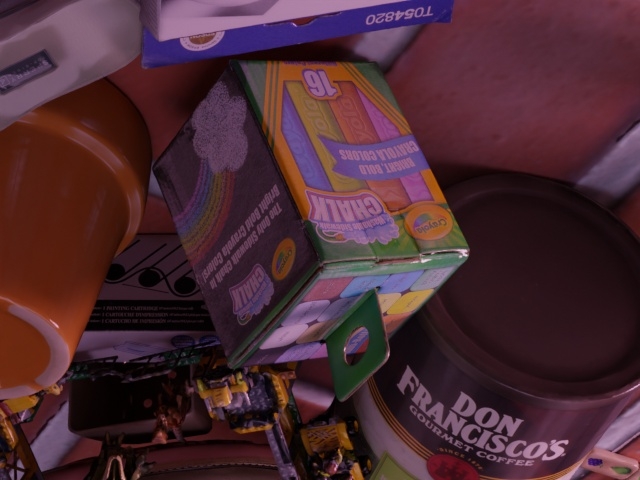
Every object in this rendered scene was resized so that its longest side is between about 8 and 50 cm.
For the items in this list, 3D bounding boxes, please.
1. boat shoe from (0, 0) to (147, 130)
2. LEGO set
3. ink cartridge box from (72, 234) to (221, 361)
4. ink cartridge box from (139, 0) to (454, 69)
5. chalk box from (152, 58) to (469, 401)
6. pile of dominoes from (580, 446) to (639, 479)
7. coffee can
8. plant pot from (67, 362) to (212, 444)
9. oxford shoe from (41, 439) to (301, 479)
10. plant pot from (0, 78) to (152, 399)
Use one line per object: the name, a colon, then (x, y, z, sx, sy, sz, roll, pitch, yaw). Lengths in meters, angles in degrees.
boat shoe: (-0.216, -0.123, 1.030, 0.227, 0.081, 0.079, -21, 127, 8)
LEGO set: (-0.140, 0.205, 1.142, 0.331, 0.192, 0.255, -3, 116, 13)
ink cartridge box: (-0.168, 0.045, 1.233, 0.207, 0.097, 0.046, -1, 141, 2)
ink cartridge box: (0.003, -0.183, 0.938, 0.223, 0.045, 0.224, -12, 144, -15)
chalk box: (0.000, 0.000, 1.057, 0.132, 0.213, 0.132, -5, 151, -38)
pile of dominoes: (0.256, 0.295, 1.571, 0.196, 0.040, 0.251, 19, 138, -19)
coffee can: (0.125, 0.111, 1.223, 0.201, 0.202, 0.275, 10, 140, -10)
plant pot: (-0.142, 0.118, 1.323, 0.109, 0.109, 0.096, -10, 153, 13)
oxford shoe: (-0.060, 0.247, 1.364, 0.397, 0.147, 0.140, 3, 170, -21)
plant pot: (-0.229, 0.000, 1.108, 0.205, 0.188, 0.205, 1, 140, 1)
